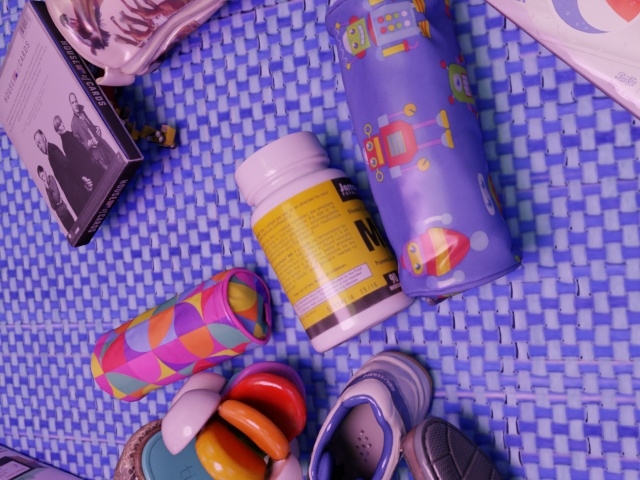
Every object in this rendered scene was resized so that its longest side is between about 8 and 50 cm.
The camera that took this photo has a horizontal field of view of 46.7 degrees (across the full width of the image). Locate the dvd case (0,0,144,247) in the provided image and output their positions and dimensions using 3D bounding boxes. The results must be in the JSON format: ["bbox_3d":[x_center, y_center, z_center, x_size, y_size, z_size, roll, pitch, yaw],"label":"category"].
[{"bbox_3d":[-0.314,-0.136,0.890,0.179,0.030,0.238,-44,73,40],"label":"dvd case"}]

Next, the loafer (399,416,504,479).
[{"bbox_3d":[0.156,0.295,0.721,0.267,0.096,0.084,51,129,-1],"label":"loafer"}]

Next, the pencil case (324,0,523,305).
[{"bbox_3d":[0.102,-0.093,0.708,0.119,0.133,0.306,-19,85,40],"label":"pencil case"}]

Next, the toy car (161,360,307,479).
[{"bbox_3d":[-0.074,0.195,0.806,0.159,0.182,0.136,39,90,-5],"label":"toy car"}]

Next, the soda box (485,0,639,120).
[{"bbox_3d":[0.238,-0.196,0.645,0.286,0.098,0.091,45,112,17],"label":"soda box"}]

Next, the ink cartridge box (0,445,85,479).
[{"bbox_3d":[-0.473,0.376,1.000,0.278,0.201,0.117,10,100,26],"label":"ink cartridge box"}]

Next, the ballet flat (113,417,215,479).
[{"bbox_3d":[-0.102,0.440,0.865,0.483,0.164,0.182,56,137,18],"label":"ballet flat"}]

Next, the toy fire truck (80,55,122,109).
[{"bbox_3d":[-0.321,-0.211,0.956,0.135,0.047,0.192,5,96,28],"label":"toy fire truck"}]

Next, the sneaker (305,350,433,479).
[{"bbox_3d":[0.020,0.258,0.781,0.112,0.131,0.296,20,105,22],"label":"sneaker"}]

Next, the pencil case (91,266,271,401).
[{"bbox_3d":[-0.164,0.116,0.882,0.236,0.104,0.104,-26,83,28],"label":"pencil case"}]

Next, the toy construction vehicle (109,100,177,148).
[{"bbox_3d":[-0.231,-0.143,0.900,0.098,0.086,0.035,11,83,40],"label":"toy construction vehicle"}]

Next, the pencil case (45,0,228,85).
[{"bbox_3d":[-0.106,-0.328,0.773,0.410,0.160,0.183,-29,67,26],"label":"pencil case"}]

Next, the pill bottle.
[{"bbox_3d":[0.000,0.000,0.772,0.119,0.119,0.208,-33,80,26],"label":"pill bottle"}]
